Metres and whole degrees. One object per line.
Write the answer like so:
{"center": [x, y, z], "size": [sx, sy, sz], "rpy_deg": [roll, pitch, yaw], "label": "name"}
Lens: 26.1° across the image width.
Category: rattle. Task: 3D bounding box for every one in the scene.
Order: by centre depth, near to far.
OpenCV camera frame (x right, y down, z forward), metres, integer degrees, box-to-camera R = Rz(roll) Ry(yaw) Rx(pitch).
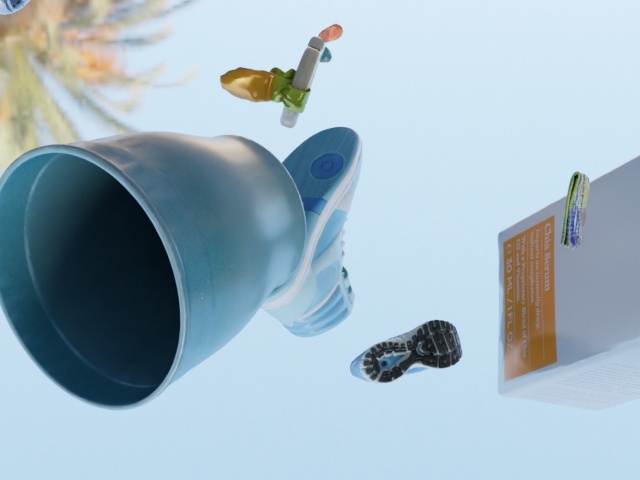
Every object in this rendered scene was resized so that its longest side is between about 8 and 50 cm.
{"center": [-0.058, -0.282, 2.183], "size": [0.143, 0.130, 0.199], "rpy_deg": [10, -122, 12], "label": "rattle"}

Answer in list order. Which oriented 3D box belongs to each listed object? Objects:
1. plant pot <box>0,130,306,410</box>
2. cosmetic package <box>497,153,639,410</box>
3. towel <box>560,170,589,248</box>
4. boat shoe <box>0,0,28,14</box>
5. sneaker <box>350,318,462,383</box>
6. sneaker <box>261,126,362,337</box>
{"center": [-0.158, 0.002, 1.435], "size": [0.272, 0.271, 0.255], "rpy_deg": [24, -149, 30], "label": "plant pot"}
{"center": [0.388, 0.043, 1.618], "size": [0.162, 0.453, 0.230], "rpy_deg": [11, -112, -22], "label": "cosmetic package"}
{"center": [0.193, -0.023, 1.043], "size": [0.009, 0.060, 0.083], "rpy_deg": [8, -179, 16], "label": "towel"}
{"center": [-0.281, -0.365, 1.593], "size": [0.102, 0.108, 0.301], "rpy_deg": [18, -128, 14], "label": "boat shoe"}
{"center": [0.105, 0.139, 1.730], "size": [0.162, 0.063, 0.073], "rpy_deg": [-10, 177, -31], "label": "sneaker"}
{"center": [0.000, 0.000, 2.087], "size": [0.127, 0.208, 0.319], "rpy_deg": [13, -116, 35], "label": "sneaker"}
